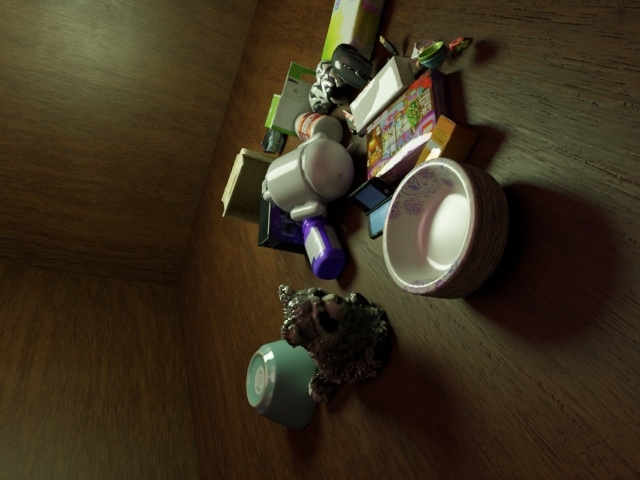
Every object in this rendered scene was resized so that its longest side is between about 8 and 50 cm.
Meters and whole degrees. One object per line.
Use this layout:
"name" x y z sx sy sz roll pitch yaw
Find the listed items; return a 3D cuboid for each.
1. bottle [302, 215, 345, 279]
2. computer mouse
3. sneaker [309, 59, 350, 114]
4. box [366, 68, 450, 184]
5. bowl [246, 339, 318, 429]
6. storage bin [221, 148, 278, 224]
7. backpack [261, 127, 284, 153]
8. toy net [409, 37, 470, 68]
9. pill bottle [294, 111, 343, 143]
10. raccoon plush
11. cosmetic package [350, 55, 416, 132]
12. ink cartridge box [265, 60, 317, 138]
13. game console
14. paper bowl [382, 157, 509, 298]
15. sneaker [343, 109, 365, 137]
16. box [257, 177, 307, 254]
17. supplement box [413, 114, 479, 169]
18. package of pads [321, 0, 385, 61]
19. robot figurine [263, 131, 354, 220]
"bottle" 0.000 0.000 1.581 0.118 0.092 0.282 -64 30 31
"computer mouse" 0.127 -0.559 1.484 0.262 0.060 0.184 52 128 24
"sneaker" 0.036 -0.503 1.710 0.153 0.094 0.235 65 152 28
"box" 0.227 -0.290 1.289 0.293 0.057 0.200 -35 49 54
"bowl" -0.141 0.463 1.598 0.311 0.163 0.311 -37 47 54
"storage bin" -0.232 -0.204 1.936 0.260 0.263 0.123 -64 27 27
"backpack" -0.212 -0.463 2.197 0.105 0.084 0.114 -114 38 -49
"toy net" 0.287 -0.493 1.223 0.122 0.045 0.232 -35 26 11
"pill bottle" -0.013 -0.400 1.737 0.221 0.121 0.121 42 117 60
"raccoon plush" -0.021 0.303 1.267 0.446 0.300 0.216 -66 29 24
"cosmetic package" 0.178 -0.412 1.388 0.239 0.061 0.098 -36 61 56
"ink cartridge box" -0.081 -0.530 1.851 0.097 0.189 0.255 42 115 62
"game console" 0.146 -0.090 1.345 0.144 0.124 0.085 -37 22 53
"paper bowl" 0.267 -0.019 0.998 0.284 0.148 0.284 -35 49 54
"sneaker" 0.106 -0.380 1.566 0.158 0.061 0.064 -120 41 -55
"box" -0.120 -0.097 1.757 0.103 0.185 0.261 -31 53 53
"supplement box" 0.271 -0.167 1.129 0.233 0.078 0.080 -66 29 22
"package of pads" 0.118 -0.754 1.642 0.229 0.101 0.296 34 112 62
"robot figurine" -0.034 -0.209 1.568 0.354 0.200 0.299 -17 64 42
